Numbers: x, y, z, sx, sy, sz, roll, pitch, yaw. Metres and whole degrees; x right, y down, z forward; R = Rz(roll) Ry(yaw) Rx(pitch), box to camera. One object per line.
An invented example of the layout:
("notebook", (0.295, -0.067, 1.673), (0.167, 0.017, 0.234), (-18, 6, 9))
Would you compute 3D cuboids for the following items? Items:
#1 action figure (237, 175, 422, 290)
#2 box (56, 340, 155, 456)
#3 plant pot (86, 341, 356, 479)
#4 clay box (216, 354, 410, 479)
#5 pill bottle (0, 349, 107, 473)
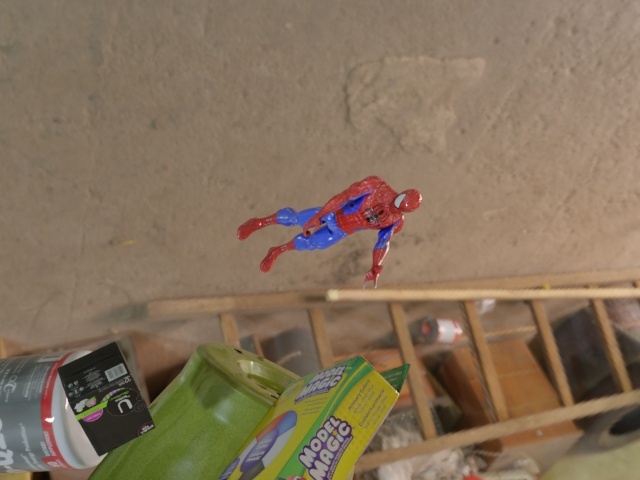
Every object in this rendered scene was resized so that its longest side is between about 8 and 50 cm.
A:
("action figure", (0.000, 0.000, 0.981), (0.280, 0.139, 0.091), (-18, 117, 38))
("box", (-0.203, 0.151, 0.744), (0.062, 0.052, 0.083), (-24, 132, -16))
("plant pot", (-0.125, 0.328, 0.951), (0.366, 0.366, 0.353), (27, 91, -46))
("clay box", (-0.025, 0.175, 0.620), (0.053, 0.222, 0.127), (45, 144, -9))
("pill bottle", (-0.447, 0.247, 1.102), (0.283, 0.161, 0.161), (-7, 145, 12))
